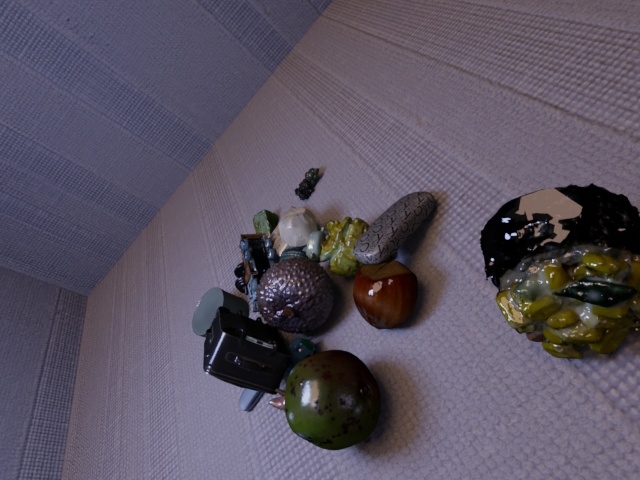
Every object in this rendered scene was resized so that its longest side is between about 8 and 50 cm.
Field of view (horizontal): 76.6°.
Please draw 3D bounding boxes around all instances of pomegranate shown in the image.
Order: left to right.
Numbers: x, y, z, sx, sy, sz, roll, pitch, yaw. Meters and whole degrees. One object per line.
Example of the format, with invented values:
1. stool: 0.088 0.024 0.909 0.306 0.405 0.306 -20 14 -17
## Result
1. pomegranate: 0.003 0.467 1.151 0.324 0.290 0.290 -32 43 11

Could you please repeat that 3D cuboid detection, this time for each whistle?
1. whistle: 0.000 0.000 1.596 0.067 0.125 0.258 5 31 19

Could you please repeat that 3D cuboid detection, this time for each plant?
1. plant: -0.061 -0.272 1.935 0.085 0.087 0.174 29 91 22

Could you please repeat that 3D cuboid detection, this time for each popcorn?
1. popcorn: 0.100 0.023 1.462 0.220 0.184 0.204 -68 18 8

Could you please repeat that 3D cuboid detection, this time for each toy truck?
1. toy truck: -0.269 0.147 1.766 0.184 0.133 0.337 -57 44 49

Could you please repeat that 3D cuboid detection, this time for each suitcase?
1. suitcase: -0.274 0.377 1.430 0.193 0.284 0.434 -67 16 -5

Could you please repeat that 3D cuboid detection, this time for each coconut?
1. coconut: -0.087 -0.042 1.653 0.161 0.162 0.161 -15 22 6

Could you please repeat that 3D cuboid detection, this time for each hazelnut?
1. hazelnut: 0.203 0.170 1.273 0.181 0.180 0.212 -40 31 -29

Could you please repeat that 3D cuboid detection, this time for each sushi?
1. sushi: 0.529 0.073 0.865 0.328 0.329 0.285 -18 46 33

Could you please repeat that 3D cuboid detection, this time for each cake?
1. cake: -0.250 -0.023 1.990 0.100 0.099 0.235 -27 68 31

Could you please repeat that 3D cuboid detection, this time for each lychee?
1. lychee: -0.082 0.195 1.471 0.300 0.300 0.299 -27 47 32

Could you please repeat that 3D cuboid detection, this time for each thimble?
1. thimble: -0.106 0.091 1.681 0.135 0.118 0.090 -9 59 38

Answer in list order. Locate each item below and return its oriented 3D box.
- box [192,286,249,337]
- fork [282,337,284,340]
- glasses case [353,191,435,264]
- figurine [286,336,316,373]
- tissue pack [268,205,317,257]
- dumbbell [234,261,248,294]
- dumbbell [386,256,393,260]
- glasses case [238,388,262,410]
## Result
1. box: -0.455 0.344 1.845 0.226 0.149 0.225 -27 47 32
2. fork: -0.149 0.431 1.570 0.016 0.012 0.115 -31 45 39
3. glasses case: 0.248 -0.048 1.353 0.355 0.085 0.137 -43 26 -24
4. figurine: -0.074 0.432 1.431 0.178 0.114 0.144 -47 60 30
5. tissue pack: -0.132 -0.034 1.822 0.222 0.090 0.186 -54 39 1
6. dumbbell: -0.354 0.175 1.901 0.099 0.099 0.208 -40 39 19
7. dumbbell: 0.213 0.071 1.424 0.083 0.040 0.036 -37 11 23
8. glasses case: -0.251 0.570 1.550 0.178 0.045 0.067 -55 38 1
